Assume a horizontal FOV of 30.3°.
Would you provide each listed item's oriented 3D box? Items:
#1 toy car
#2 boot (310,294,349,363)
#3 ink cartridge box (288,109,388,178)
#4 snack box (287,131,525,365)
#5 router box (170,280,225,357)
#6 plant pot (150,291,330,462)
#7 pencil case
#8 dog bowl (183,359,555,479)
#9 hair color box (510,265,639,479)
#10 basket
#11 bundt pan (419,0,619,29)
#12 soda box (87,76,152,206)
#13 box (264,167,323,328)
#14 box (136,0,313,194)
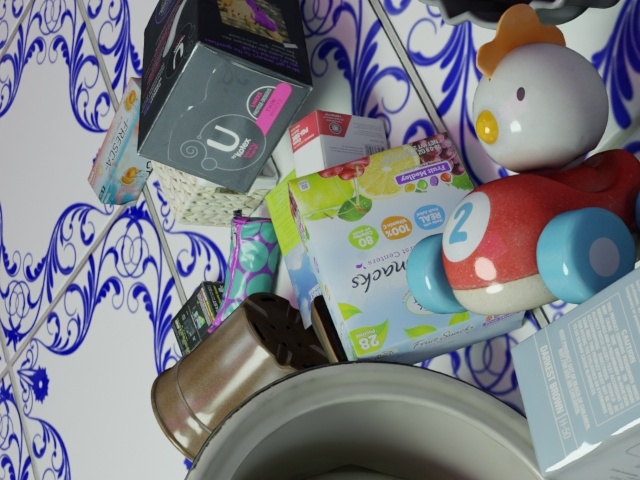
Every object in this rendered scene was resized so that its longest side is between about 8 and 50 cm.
[{"bbox_3d":[0.174,-0.074,0.983,0.219,0.210,0.238,-12,97,60],"label":"toy car"},{"bbox_3d":[0.032,0.169,1.261,0.219,0.082,0.106,58,131,25],"label":"boot"},{"bbox_3d":[0.027,-0.065,1.286,0.056,0.099,0.135,-28,64,48],"label":"ink cartridge box"},{"bbox_3d":[0.082,0.013,1.156,0.070,0.174,0.207,87,163,-61],"label":"snack box"},{"bbox_3d":[-0.141,0.126,1.517,0.092,0.038,0.122,-49,52,36],"label":"router box"},{"bbox_3d":[-0.083,0.158,1.359,0.165,0.167,0.167,-50,50,26],"label":"plant pot"},{"bbox_3d":[-0.091,0.043,1.441,0.064,0.070,0.152,19,102,49],"label":"pencil case"},{"bbox_3d":[0.057,0.312,1.006,0.408,0.407,0.150,66,149,30],"label":"dog bowl"},{"bbox_3d":[0.335,0.056,0.813,0.374,0.185,0.114,-39,46,38],"label":"hair color box"},{"bbox_3d":[-0.144,-0.105,1.488,0.103,0.113,0.167,-54,48,35],"label":"basket"},{"bbox_3d":[0.212,-0.344,1.074,0.330,0.124,0.331,-8,79,50],"label":"bundt pan"},{"bbox_3d":[-0.267,-0.139,1.681,0.063,0.058,0.183,53,126,39],"label":"soda box"},{"bbox_3d":[0.000,0.000,1.356,0.109,0.042,0.178,-41,57,41],"label":"box"},{"bbox_3d":[-0.115,-0.210,1.373,0.165,0.143,0.270,-56,25,32],"label":"box"}]
